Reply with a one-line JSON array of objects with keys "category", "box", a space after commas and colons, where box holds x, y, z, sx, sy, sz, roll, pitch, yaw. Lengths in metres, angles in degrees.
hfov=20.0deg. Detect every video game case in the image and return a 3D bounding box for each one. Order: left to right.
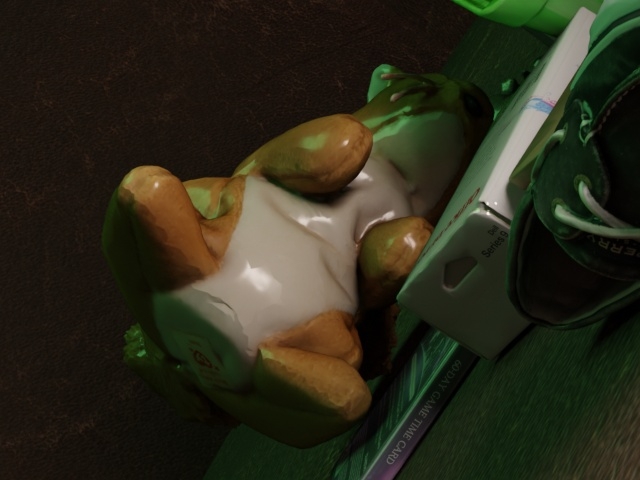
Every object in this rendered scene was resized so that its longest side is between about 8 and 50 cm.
[{"category": "video game case", "box": [0.087, 0.113, 1.495, 0.274, 0.026, 0.196, -56, 3, 11]}]

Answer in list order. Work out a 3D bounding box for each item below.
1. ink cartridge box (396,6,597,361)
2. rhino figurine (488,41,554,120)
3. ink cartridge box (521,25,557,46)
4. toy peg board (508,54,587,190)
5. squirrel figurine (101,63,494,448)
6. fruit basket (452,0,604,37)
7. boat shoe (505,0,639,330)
[{"category": "ink cartridge box", "box": [0.156, -0.039, 1.314, 0.212, 0.093, 0.154, -57, 2, -36]}, {"category": "rhino figurine", "box": [0.190, -0.115, 1.837, 0.243, 0.073, 0.106, -53, 0, 36]}, {"category": "ink cartridge box", "box": [0.295, -0.287, 1.962, 0.175, 0.072, 0.127, -56, 3, 4]}, {"category": "toy peg board", "box": [0.210, -0.098, 1.143, 0.160, 0.079, 0.161, -57, 1, -14]}, {"category": "squirrel figurine", "box": [0.000, 0.000, 1.706, 0.370, 0.281, 0.397, -45, -5, -28]}, {"category": "fruit basket", "box": [0.143, -0.334, 1.457, 0.283, 0.392, 0.392, -56, 3, 6]}, {"category": "boat shoe", "box": [0.171, -0.031, 0.929, 0.335, 0.121, 0.119, 98, -165, -70]}]
